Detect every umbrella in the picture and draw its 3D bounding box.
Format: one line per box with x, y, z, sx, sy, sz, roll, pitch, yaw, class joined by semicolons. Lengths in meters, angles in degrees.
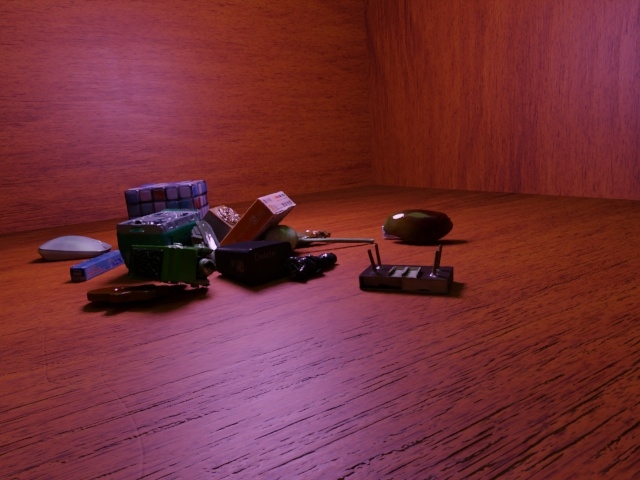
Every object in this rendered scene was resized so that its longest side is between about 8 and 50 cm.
-0.015;0.072;1.447;0.080;0.071;0.224;46;30;22;umbrella

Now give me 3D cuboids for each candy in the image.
0.000;0.000;1.748;0.440;0.119;0.119;0;10;-16;candy

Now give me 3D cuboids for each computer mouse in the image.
-1.082;0.025;1.977;0.288;0.097;0.159;-6;10;-6;computer mouse

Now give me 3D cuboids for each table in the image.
0.236;0.071;1.238;0.240;0.111;0.121;1;14;23;table

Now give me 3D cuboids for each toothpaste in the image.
-0.823;0.090;1.684;0.066;0.053;0.272;2;12;8;toothpaste

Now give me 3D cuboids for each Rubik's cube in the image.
-0.660;-0.110;1.995;0.287;0.292;0.293;-5;10;-1;Rubik's cube

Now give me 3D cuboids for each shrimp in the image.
-0.099;-0.006;1.874;0.287;0.063;0.152;-7;1;-6;shrimp

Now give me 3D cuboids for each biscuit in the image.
-0.557;0.154;1.296;0.236;0.039;0.180;-1;5;16;biscuit

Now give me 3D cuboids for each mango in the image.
0.374;-0.054;1.737;0.267;0.133;0.111;2;-4;18;mango

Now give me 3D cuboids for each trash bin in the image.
-0.222;0.061;1.457;0.165;0.115;0.225;-14;13;-40;trash bin

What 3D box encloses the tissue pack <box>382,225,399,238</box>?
0.310;-0.038;1.853;0.094;0.059;0.074;2;11;24;tissue pack

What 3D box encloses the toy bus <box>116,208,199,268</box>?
-0.586;-0.004;1.677;0.183;0.199;0.343;1;12;10;toy bus

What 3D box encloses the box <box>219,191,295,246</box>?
-0.244;-0.058;1.726;0.274;0.091;0.221;-45;-4;25;box

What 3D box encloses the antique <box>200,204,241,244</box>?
-0.407;-0.055;1.875;0.152;0.148;0.147;39;17;2;antique

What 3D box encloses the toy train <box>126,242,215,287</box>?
-0.440;0.071;1.336;0.243;0.132;0.188;1;-4;33;toy train

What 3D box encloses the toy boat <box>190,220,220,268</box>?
-0.419;0.020;1.651;0.085;0.078;0.260;-15;42;-21;toy boat
